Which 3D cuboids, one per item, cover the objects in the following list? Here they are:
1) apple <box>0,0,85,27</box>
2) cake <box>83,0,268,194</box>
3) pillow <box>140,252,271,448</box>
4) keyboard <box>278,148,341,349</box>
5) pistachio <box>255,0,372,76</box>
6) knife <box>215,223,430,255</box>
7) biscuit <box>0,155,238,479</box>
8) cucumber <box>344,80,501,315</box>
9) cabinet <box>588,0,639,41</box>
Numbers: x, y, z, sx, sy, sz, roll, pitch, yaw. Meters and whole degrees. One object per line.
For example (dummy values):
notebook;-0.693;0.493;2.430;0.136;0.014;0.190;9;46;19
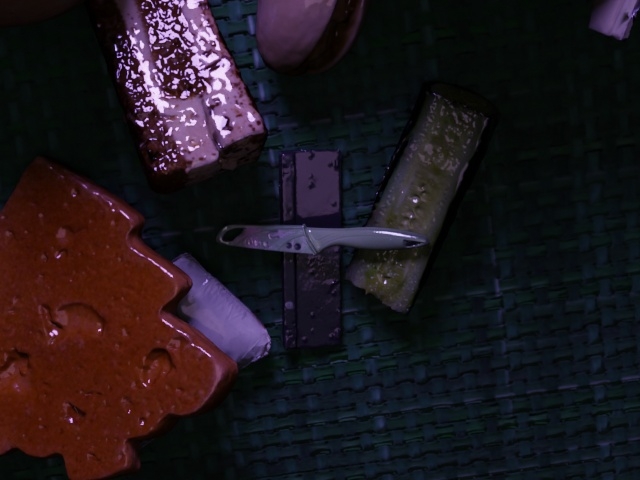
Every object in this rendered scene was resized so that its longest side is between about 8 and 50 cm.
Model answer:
apple;-0.281;-0.298;1.128;0.234;0.257;0.256;1;105;5
cake;-0.140;-0.160;1.276;0.112;0.135;0.246;-22;75;-7
pillow;-0.168;0.122;1.342;0.229;0.051;0.128;-38;100;9
keyboard;-0.010;0.009;1.334;0.060;0.018;0.195;-2;105;-7
pistachio;-0.009;-0.216;1.233;0.113;0.113;0.149;24;110;-7
knife;0.000;0.000;1.303;0.207;0.014;0.030;3;106;16
biscuit;-0.223;0.071;1.302;0.284;0.043;0.306;-11;88;15
cucumber;0.094;-0.040;1.307;0.078;0.062;0.211;26;111;10
cabinet;0.139;-0.359;1.087;0.290;0.227;0.318;11;108;-32
